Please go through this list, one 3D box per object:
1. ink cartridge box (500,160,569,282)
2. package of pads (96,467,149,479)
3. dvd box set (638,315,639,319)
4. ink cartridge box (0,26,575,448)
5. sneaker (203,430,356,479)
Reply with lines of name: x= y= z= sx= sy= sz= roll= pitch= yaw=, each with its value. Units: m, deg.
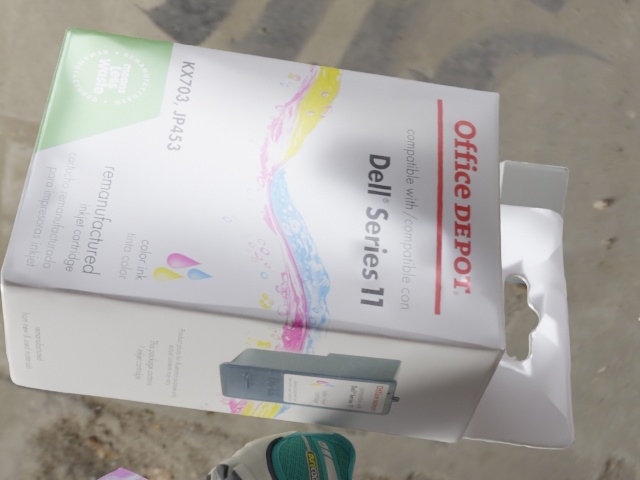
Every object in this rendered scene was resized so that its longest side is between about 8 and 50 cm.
ink cartridge box: x=0.253 y=-0.022 z=1.658 sx=0.085 sy=0.203 sz=0.148 roll=7 pitch=90 yaw=0
package of pads: x=-0.114 y=0.148 z=0.621 sx=0.032 sy=0.083 sz=0.050 roll=19 pitch=110 yaw=25
dvd box set: x=0.398 y=-0.118 z=1.158 sx=0.062 sy=0.307 sz=0.421 roll=22 pitch=87 yaw=11
ink cartridge box: x=0.000 y=0.000 z=0.802 sx=0.353 sy=0.119 sz=0.207 roll=8 pitch=53 yaw=-5
sneaker: x=0.033 y=0.231 z=0.732 sx=0.275 sy=0.110 sz=0.107 roll=63 pitch=144 yaw=16
